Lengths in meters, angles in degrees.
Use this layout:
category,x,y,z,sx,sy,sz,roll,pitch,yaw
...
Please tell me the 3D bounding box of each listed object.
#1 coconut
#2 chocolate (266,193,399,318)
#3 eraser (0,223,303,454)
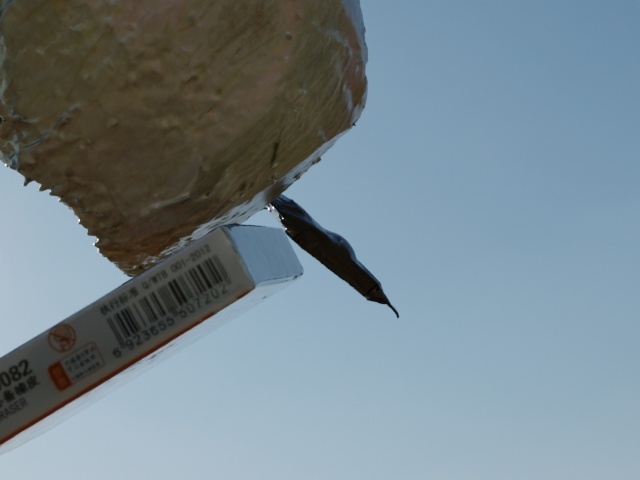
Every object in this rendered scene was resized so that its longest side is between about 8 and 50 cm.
category,x,y,z,sx,sy,sz,roll,pitch,yaw
coconut,-0.106,-0.145,0.651,0.254,0.297,0.297,-38,-27,-4
chocolate,0.000,0.000,0.823,0.182,0.086,0.028,40,-88,-29
eraser,-0.121,0.064,0.505,0.230,0.038,0.157,-31,-3,6
